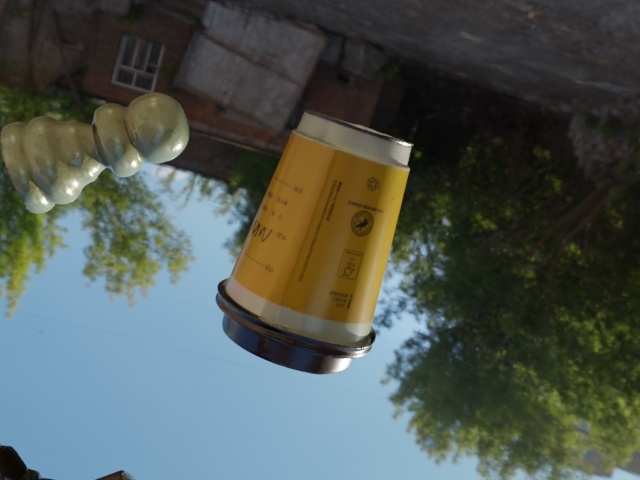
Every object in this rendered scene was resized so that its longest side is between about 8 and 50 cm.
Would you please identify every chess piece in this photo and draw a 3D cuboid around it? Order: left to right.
[{"bbox_3d":[-0.305,-0.134,1.061,0.243,0.133,0.133,-18,-164,-4],"label":"chess piece"}]

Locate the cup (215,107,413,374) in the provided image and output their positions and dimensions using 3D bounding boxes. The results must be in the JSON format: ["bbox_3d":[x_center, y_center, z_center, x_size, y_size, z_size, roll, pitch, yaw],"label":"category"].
[{"bbox_3d":[0.000,0.000,0.871,0.197,0.279,0.196,17,-171,-3],"label":"cup"}]

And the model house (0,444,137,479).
[{"bbox_3d":[-0.252,0.293,0.656,0.212,0.243,0.204,-20,-150,-11],"label":"model house"}]
